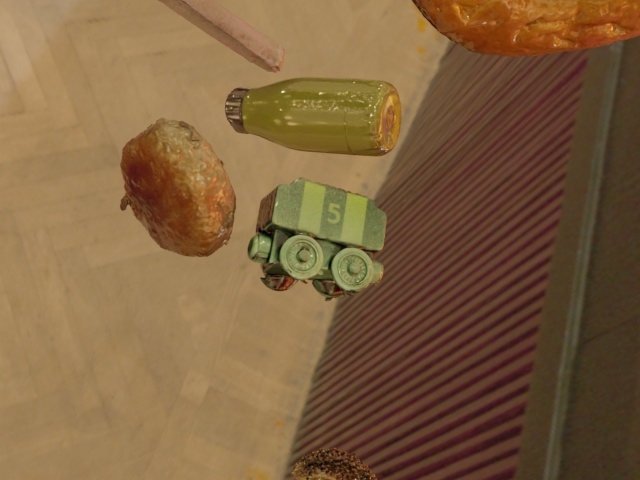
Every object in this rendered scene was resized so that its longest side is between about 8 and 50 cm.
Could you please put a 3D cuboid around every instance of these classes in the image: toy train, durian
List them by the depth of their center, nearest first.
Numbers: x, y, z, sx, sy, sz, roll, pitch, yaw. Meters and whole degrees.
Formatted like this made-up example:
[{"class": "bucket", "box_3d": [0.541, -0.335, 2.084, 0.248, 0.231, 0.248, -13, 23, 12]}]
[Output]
[{"class": "durian", "box_3d": [0.030, 0.500, 1.664, 0.196, 0.167, 0.196, 0, 78, -1]}, {"class": "toy train", "box_3d": [0.000, 0.000, 1.825, 0.299, 0.167, 0.238, 13, 73, -19]}]

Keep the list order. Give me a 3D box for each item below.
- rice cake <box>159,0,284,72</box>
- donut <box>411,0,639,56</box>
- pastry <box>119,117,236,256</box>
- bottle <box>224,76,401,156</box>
[{"class": "rice cake", "box_3d": [-0.231, -0.496, 1.955, 0.365, 0.056, 0.073, 29, 64, -29]}, {"class": "donut", "box_3d": [0.127, -0.201, 0.469, 0.226, 0.226, 0.114, 17, 58, -15]}, {"class": "pastry", "box_3d": [-0.311, -0.114, 1.845, 0.136, 0.330, 0.330, -32, 80, -33]}, {"class": "bottle", "box_3d": [-0.016, -0.188, 1.278, 0.260, 0.112, 0.112, 7, 53, 23]}]
